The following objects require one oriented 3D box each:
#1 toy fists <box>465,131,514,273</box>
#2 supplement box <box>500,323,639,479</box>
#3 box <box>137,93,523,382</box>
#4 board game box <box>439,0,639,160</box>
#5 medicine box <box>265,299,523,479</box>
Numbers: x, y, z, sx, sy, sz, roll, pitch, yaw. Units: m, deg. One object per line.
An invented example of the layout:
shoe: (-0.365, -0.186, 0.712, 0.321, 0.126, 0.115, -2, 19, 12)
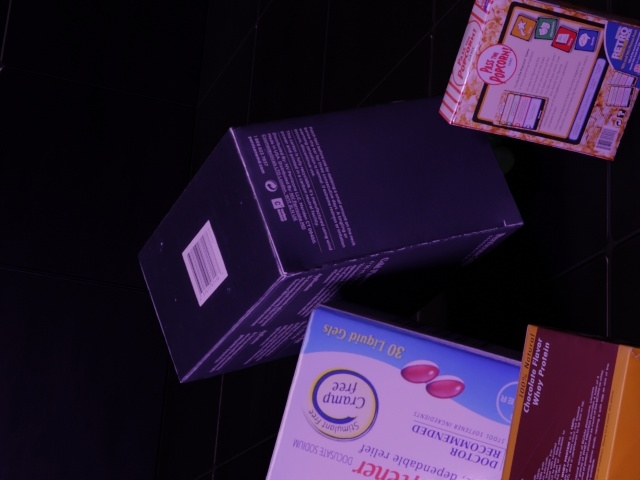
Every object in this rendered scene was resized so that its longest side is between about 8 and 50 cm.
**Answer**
toy fists: (0.165, -0.042, 1.801, 0.279, 0.096, 0.142, 117, 164, -46)
supplement box: (0.267, 0.186, 1.279, 0.194, 0.129, 0.191, -173, 94, -72)
box: (0.000, 0.000, 1.658, 0.343, 0.312, 0.179, -45, 60, 55)
board game box: (0.237, -0.174, 1.481, 0.045, 0.193, 0.147, -119, 43, -63)
medicine box: (0.093, 0.236, 1.497, 0.149, 0.263, 0.289, 3, -78, -76)
